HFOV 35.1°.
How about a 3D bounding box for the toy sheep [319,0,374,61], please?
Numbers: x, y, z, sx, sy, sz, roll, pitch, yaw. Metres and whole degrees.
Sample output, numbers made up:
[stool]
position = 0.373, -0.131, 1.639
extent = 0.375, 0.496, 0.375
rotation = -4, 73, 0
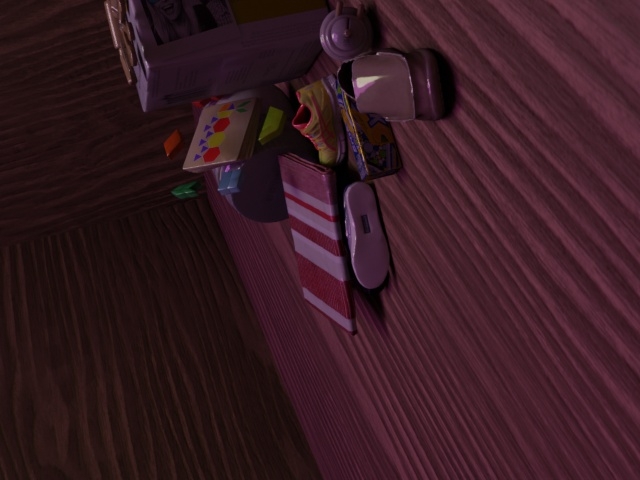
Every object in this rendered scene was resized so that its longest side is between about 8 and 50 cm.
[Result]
[toy sheep]
position = 0.040, -0.315, 1.536
extent = 0.132, 0.091, 0.091
rotation = -56, -47, -81

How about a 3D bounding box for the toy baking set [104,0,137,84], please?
[toy baking set]
position = -0.334, -0.393, 1.696
extent = 0.196, 0.030, 0.256
rotation = 180, 76, -72

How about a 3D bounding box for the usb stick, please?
[usb stick]
position = 0.060, -0.025, 1.909
extent = 0.077, 0.045, 0.278
rotation = 103, 151, -52

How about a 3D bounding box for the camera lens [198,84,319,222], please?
[camera lens]
position = -0.134, -0.197, 2.175
extent = 0.274, 0.219, 0.219
rotation = -116, 16, -46

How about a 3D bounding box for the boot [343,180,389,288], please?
[boot]
position = 0.079, -0.012, 1.805
extent = 0.086, 0.069, 0.190
rotation = -148, 52, -84

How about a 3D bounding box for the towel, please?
[towel]
position = 0.000, 0.000, 1.977
extent = 0.237, 0.037, 0.329
rotation = -147, 44, -62

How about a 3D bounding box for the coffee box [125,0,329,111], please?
[coffee box]
position = -0.205, -0.465, 1.877
extent = 0.337, 0.338, 0.335
rotation = 154, 101, -77

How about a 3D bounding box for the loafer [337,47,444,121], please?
[loafer]
position = 0.093, -0.210, 1.388
extent = 0.268, 0.092, 0.102
rotation = -142, 38, -72

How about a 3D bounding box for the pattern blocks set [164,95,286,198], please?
[pattern blocks set]
position = -0.194, -0.217, 2.051
extent = 0.026, 0.285, 0.325
rotation = 51, -130, -43

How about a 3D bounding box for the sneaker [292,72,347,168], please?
[sneaker]
position = -0.007, -0.214, 1.864
extent = 0.209, 0.094, 0.081
rotation = 85, 164, -45

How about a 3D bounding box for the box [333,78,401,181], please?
[box]
position = 0.073, -0.183, 1.601
extent = 0.054, 0.059, 0.169
rotation = 135, 119, -76

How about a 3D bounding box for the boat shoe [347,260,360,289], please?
[boat shoe]
position = 0.028, 0.081, 2.135
extent = 0.219, 0.077, 0.070
rotation = 153, 101, -70
